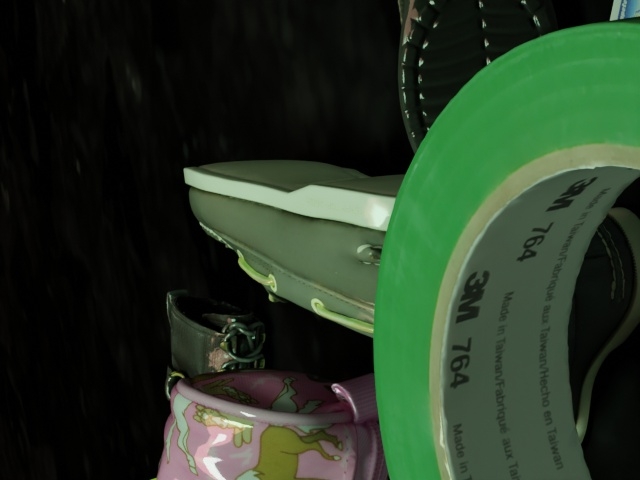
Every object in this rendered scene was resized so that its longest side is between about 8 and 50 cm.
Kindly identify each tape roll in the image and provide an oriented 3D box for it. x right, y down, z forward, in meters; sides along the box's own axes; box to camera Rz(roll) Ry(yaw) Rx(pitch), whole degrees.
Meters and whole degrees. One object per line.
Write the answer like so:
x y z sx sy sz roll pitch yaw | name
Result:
0.142 0.077 0.544 0.321 0.077 0.321 24 120 51 | tape roll

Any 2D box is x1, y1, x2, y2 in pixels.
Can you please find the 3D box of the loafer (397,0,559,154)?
0.078 -0.128 0.737 0.078 0.080 0.220 -60 -34 -74 | loafer

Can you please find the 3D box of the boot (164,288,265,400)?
-0.072 0.169 1.182 0.263 0.091 0.229 27 116 54 | boot

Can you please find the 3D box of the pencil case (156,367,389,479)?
-0.039 0.269 0.946 0.160 0.167 0.386 -9 -76 -86 | pencil case

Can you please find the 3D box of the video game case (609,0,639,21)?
0.161 -0.076 0.623 0.122 0.011 0.087 -128 35 -47 | video game case

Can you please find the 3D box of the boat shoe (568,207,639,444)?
0.102 0.061 0.749 0.206 0.065 0.075 108 145 -48 | boat shoe

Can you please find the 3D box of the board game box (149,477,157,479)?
-0.052 0.200 1.081 0.181 0.043 0.092 -24 75 33 | board game box

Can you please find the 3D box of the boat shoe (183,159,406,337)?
-0.004 0.000 0.917 0.305 0.109 0.091 14 108 61 | boat shoe
